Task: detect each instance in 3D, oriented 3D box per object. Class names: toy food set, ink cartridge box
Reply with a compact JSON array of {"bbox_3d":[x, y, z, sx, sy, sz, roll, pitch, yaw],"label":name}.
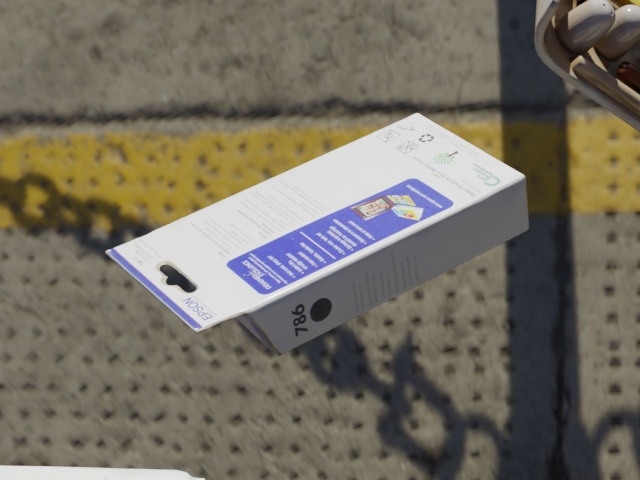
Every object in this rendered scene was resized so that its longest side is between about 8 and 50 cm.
[{"bbox_3d":[0.314,-0.189,1.523,0.092,0.306,0.220,-40,28,38],"label":"toy food set"},{"bbox_3d":[0.000,0.000,1.480,0.332,0.065,0.165,-24,36,-23],"label":"ink cartridge box"}]

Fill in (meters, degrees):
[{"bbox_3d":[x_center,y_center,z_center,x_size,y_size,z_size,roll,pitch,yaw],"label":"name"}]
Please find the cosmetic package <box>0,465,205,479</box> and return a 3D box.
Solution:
[{"bbox_3d":[-0.246,0.226,0.820,0.385,0.156,0.217,6,104,-13],"label":"cosmetic package"}]
